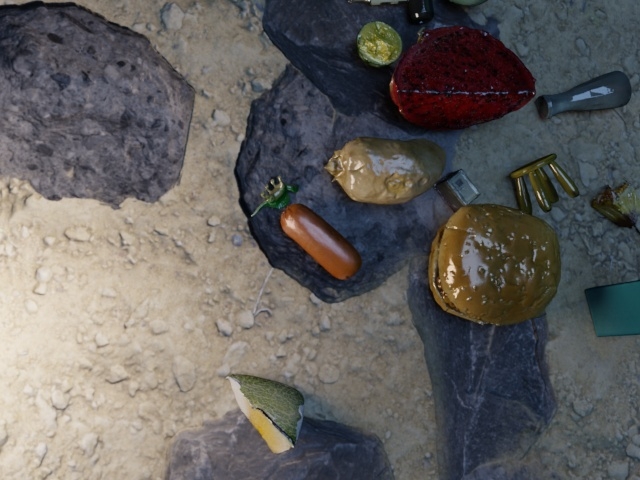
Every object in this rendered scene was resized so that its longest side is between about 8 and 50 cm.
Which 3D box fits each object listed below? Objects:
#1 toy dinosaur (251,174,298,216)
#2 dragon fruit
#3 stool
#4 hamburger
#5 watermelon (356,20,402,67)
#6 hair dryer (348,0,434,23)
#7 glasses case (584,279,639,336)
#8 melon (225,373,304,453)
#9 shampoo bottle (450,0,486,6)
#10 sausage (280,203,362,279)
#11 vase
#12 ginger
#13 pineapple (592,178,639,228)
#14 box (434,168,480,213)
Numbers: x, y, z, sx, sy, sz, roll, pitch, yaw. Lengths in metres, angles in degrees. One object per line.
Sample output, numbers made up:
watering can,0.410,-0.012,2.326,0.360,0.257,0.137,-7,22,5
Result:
toy dinosaur,-0.095,-0.087,1.658,0.060,0.029,0.120,45,73,-17
dragon fruit,0.289,-0.353,1.756,0.316,0.152,0.205,0,61,-7
stool,0.496,-0.124,1.784,0.134,0.135,0.111,-23,92,27
hamburger,0.379,0.052,1.709,0.283,0.144,0.260,4,78,-21
watermelon,0.125,-0.424,1.751,0.105,0.062,0.106,4,73,-13
hair dryer,0.155,-0.538,1.790,0.197,0.057,0.101,-4,82,-8
glasses case,0.686,0.139,1.696,0.070,0.301,0.117,-11,85,-18
melon,-0.094,0.328,1.574,0.139,0.093,0.202,-22,57,-43
shampoo bottle,0.276,-0.681,1.777,0.350,0.151,0.222,53,38,-3
sausage,0.000,0.000,1.645,0.197,0.076,0.076,42,73,-4
vase,0.613,-0.334,1.868,0.214,0.086,0.086,-15,86,-13
ginger,0.145,-0.149,1.679,0.267,0.152,0.138,-5,112,-21
pineapple,0.709,-0.084,1.858,0.137,0.069,0.116,-14,85,-19
box,0.304,-0.109,1.752,0.060,0.063,0.085,-38,93,-19
